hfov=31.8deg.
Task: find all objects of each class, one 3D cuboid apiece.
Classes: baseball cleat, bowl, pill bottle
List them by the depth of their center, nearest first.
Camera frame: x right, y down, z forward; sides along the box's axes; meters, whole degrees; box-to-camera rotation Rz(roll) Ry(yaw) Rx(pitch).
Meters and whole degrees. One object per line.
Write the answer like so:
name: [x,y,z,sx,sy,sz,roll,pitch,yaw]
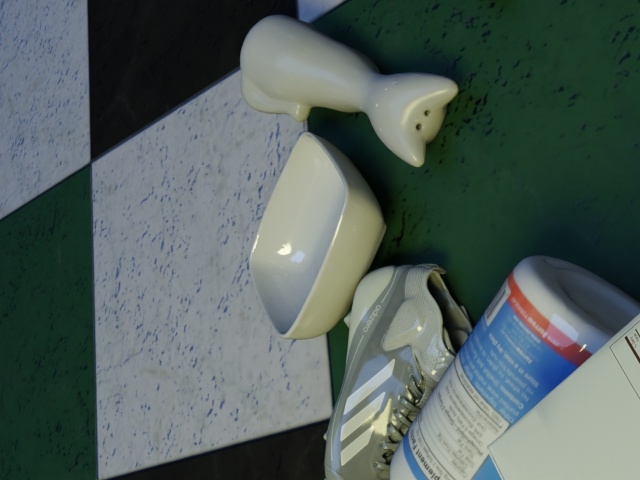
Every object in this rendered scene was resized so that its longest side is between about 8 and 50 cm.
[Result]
pill bottle: [0.120,0.130,0.694,0.124,0.124,0.222,48,117,43]
baseball cleat: [0.057,0.117,0.805,0.109,0.072,0.206,-8,76,47]
bowl: [0.000,0.000,0.889,0.142,0.053,0.142,-65,26,20]

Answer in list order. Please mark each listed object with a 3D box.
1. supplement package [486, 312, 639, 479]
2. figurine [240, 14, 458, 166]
supplement package: [0.232,0.103,0.522,0.203,0.194,0.149,-48,48,28]
figurine: [0.048,-0.177,0.882,0.209,0.092,0.215,29,103,43]
